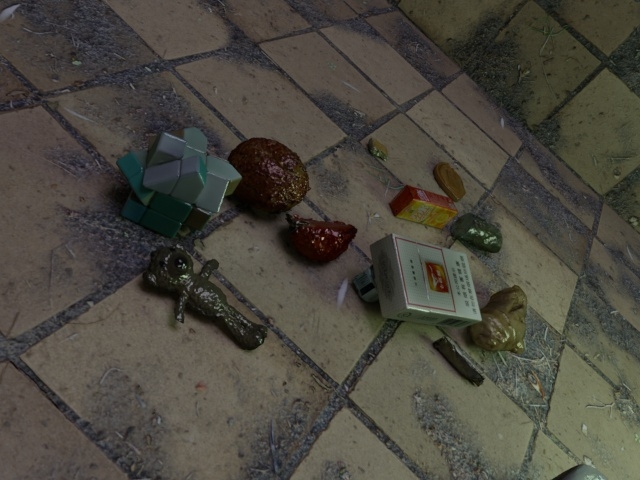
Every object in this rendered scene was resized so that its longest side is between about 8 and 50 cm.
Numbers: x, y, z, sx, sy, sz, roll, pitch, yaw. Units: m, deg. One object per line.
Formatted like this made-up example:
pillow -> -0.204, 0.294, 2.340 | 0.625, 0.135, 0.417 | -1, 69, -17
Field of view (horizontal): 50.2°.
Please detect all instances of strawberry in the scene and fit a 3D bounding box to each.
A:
strawberry -> 0.004, 0.002, 1.827 | 0.236, 0.106, 0.175 | 11, 11, -28

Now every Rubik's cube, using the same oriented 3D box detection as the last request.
Rubik's cube -> -0.328, -0.150, 1.562 | 0.265, 0.213, 0.224 | 25, 39, -19

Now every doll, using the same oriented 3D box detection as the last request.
doll -> -0.248, 0.128, 1.462 | 0.203, 0.091, 0.285 | -23, 79, -41

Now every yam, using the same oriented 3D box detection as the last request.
yam -> 0.554, -0.026, 2.390 | 0.183, 0.107, 0.107 | 25, 38, -26

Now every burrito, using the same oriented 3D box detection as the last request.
burrito -> 0.383, 0.330, 1.871 | 0.171, 0.051, 0.042 | 48, 42, 10

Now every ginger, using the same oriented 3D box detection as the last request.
ginger -> 0.555, 0.237, 2.074 | 0.190, 0.126, 0.354 | 39, 36, 5

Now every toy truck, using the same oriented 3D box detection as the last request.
toy truck -> 0.179, 0.131, 1.870 | 0.178, 0.080, 0.115 | 3, 59, -44

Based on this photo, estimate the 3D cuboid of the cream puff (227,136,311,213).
cream puff -> -0.137, -0.179, 1.825 | 0.240, 0.164, 0.240 | 29, 24, -15

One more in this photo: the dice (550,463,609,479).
dice -> 0.593, 0.653, 1.594 | 0.193, 0.192, 0.194 | -5, 53, -48

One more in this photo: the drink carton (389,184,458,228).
drink carton -> 0.346, -0.111, 2.279 | 0.223, 0.096, 0.071 | 12, 44, -36

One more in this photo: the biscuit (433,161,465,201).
biscuit -> 0.495, -0.232, 2.618 | 0.142, 0.029, 0.220 | 27, 37, -20

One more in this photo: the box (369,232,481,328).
box -> 0.289, 0.118, 1.862 | 0.330, 0.095, 0.210 | 13, 59, -40

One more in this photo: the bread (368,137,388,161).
bread -> 0.207, -0.325, 2.437 | 0.083, 0.035, 0.070 | 26, 37, -33
